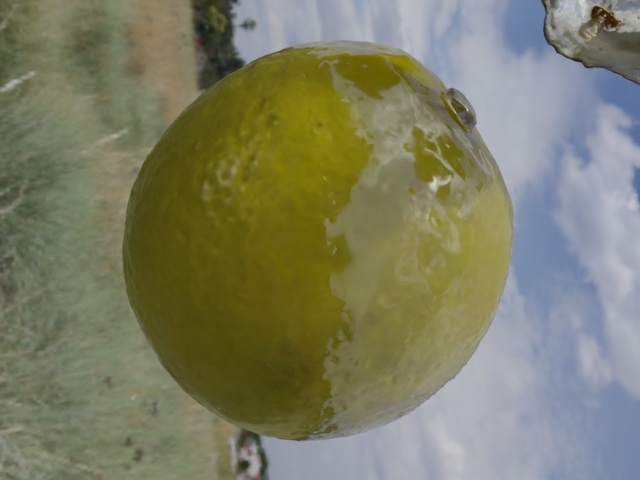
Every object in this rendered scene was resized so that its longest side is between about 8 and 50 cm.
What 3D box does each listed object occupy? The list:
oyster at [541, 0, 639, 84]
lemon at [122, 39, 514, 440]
[{"bbox_3d":[0.258,-0.171,0.598,0.107,0.232,0.162,21,65,-73],"label":"oyster"},{"bbox_3d":[0.000,0.000,0.799,0.348,0.347,0.348,172,-90,-84],"label":"lemon"}]
